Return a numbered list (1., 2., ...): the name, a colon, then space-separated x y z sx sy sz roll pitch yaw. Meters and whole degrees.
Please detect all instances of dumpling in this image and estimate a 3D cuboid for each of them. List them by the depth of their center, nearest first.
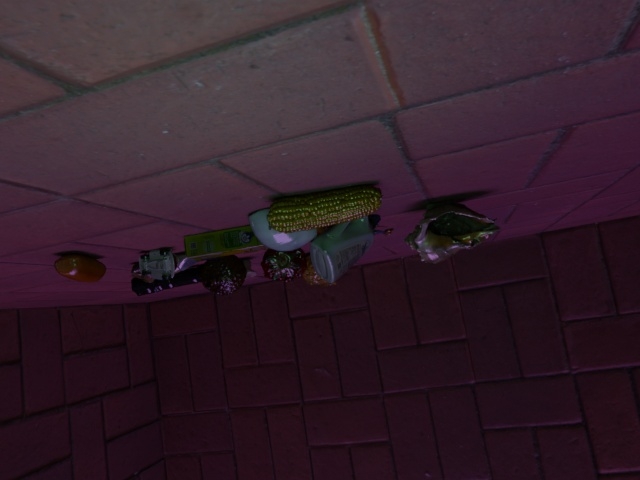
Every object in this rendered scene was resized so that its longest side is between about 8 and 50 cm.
1. dumpling: -0.391 0.148 2.405 0.199 0.118 0.136 11 -179 31

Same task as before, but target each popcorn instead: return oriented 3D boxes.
1. popcorn: 0.001 0.153 2.627 0.251 0.189 0.250 3 172 1

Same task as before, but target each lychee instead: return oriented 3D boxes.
1. lychee: -0.415 0.142 2.055 0.200 0.199 0.238 -13 -171 26

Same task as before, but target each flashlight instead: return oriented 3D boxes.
1. flashlight: -0.718 0.189 2.390 0.425 0.103 0.103 -11 172 7

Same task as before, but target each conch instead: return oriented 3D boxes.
1. conch: -0.105 -0.041 1.451 0.221 0.120 0.184 3 137 -38
2. conch: 0.442 -0.051 1.702 0.325 0.186 0.263 -25 150 16

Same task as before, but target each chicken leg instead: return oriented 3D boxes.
1. chicken leg: -0.694 0.126 2.039 0.125 0.080 0.196 -30 162 33

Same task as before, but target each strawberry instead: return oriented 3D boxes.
1. strawberry: -0.154 0.084 2.017 0.187 0.184 0.201 -43 -165 2

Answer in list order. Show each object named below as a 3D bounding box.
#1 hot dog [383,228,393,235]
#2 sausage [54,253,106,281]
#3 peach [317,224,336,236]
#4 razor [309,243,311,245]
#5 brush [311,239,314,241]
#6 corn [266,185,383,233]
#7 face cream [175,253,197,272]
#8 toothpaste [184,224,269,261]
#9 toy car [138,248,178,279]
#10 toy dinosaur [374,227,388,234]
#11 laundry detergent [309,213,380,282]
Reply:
1. hot dog: 0.304 -0.036 2.180 0.037 0.021 0.083 -7 170 -8
2. sausage: -0.811 0.095 1.648 0.098 0.097 0.238 -9 171 -2
3. peach: 0.040 -0.038 1.723 0.189 0.068 0.279 -10 172 21
4. razor: 0.042 -0.010 2.041 0.084 0.035 0.211 3 159 -32
5. brush: 0.000 0.000 2.131 0.170 0.014 0.043 -1 166 -34
6. corn: 0.015 -0.081 1.280 0.314 0.101 0.102 -8 172 -2
7. face cream: -0.500 0.065 1.931 0.224 0.070 0.114 -21 172 0
8. toothpaste: -0.285 0.004 1.624 0.328 0.077 0.110 -10 170 5
9. toy car: -0.587 0.081 1.791 0.139 0.112 0.112 0 -171 8
10. toy dinosaur: 0.155 -0.008 1.973 0.330 0.076 0.144 -17 178 -15
11. laundry detergent: 0.095 -0.010 1.573 0.281 0.105 0.214 -41 147 -22
